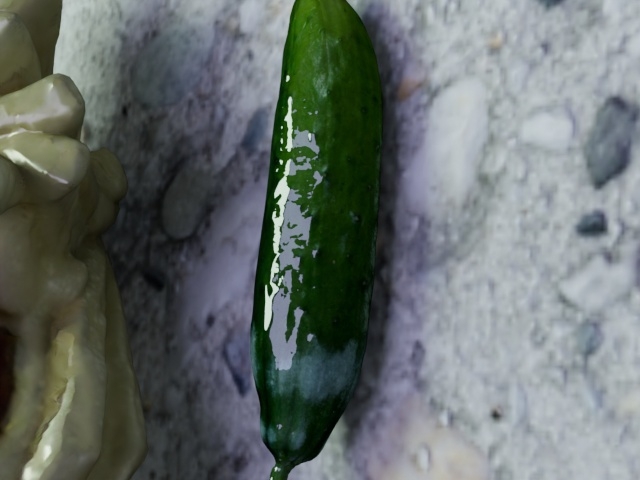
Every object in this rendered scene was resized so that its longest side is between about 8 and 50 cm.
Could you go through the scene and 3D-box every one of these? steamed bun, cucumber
[{"bbox_3d":[-0.199,-0.019,0.773,0.247,0.189,0.428,-29,42,-2],"label":"steamed bun"},{"bbox_3d":[0.000,0.000,0.688,0.056,0.056,0.250,-3,79,43],"label":"cucumber"}]
